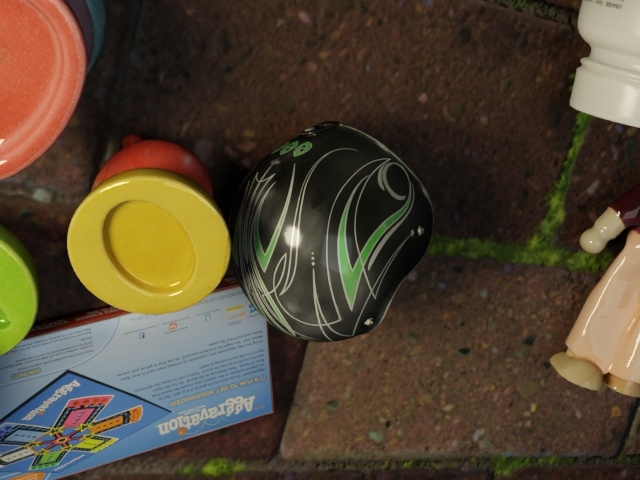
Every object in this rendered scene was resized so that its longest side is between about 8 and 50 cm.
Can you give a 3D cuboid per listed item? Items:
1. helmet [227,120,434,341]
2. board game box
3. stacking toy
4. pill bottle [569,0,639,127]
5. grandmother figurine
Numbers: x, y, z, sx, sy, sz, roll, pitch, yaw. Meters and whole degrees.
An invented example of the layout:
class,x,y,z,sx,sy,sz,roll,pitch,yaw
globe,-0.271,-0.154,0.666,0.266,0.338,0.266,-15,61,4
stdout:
class,x,y,z,sx,sy,sz,roll,pitch,yaw
helmet,0.000,0.000,0.894,0.161,0.169,0.169,-53,126,-21
board game box,-0.176,0.125,0.925,0.281,0.027,0.145,-13,114,-25
stacking toy,-0.242,-0.065,0.794,0.279,0.130,0.309,-24,120,11
pill bottle,0.337,-0.250,0.983,0.160,0.160,0.283,3,108,-30
grandmother figurine,0.381,0.004,1.152,0.208,0.104,0.342,10,107,-41
